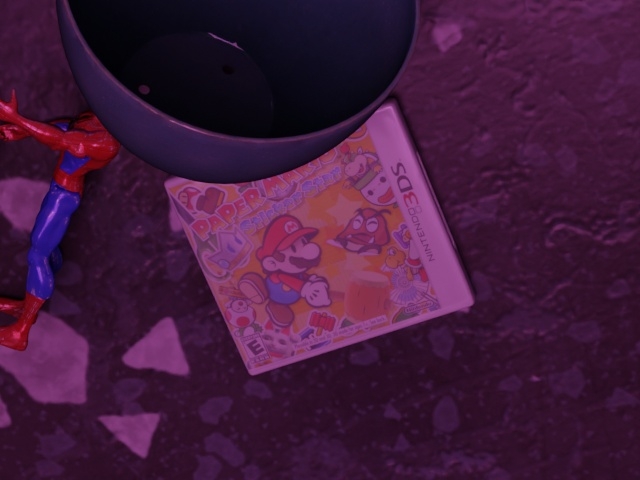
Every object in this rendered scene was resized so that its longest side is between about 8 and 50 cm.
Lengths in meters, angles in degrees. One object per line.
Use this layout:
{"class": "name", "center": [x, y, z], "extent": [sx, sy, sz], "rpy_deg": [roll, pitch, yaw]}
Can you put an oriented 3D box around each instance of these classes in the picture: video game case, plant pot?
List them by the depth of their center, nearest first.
{"class": "plant pot", "center": [-0.085, -0.161, 1.571], "extent": [0.290, 0.290, 0.195], "rpy_deg": [26, 150, -3]}
{"class": "video game case", "center": [0.000, 0.000, 1.731], "extent": [0.227, 0.026, 0.206], "rpy_deg": [-18, 108, 15]}

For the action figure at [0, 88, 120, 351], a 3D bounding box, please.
{"class": "action figure", "center": [-0.267, -0.049, 1.714], "extent": [0.139, 0.091, 0.280], "rpy_deg": [25, 113, -12]}
